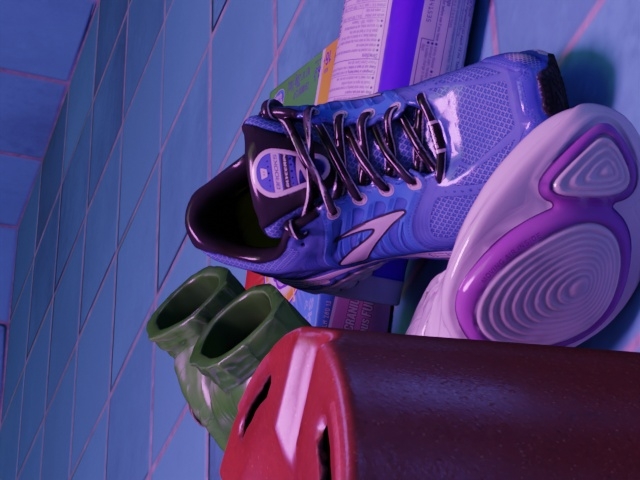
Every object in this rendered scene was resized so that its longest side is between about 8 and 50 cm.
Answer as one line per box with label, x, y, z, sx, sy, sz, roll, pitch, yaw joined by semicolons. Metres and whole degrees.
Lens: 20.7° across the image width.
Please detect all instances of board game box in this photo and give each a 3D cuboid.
board game box;0.000;0.000;1.511;0.242;0.064;0.316;153;126;-69

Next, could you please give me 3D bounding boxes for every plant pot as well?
plant pot;0.098;0.155;0.745;0.272;0.265;0.272;-169;90;-74

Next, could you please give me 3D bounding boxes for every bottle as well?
bottle;0.053;-0.093;1.344;0.118;0.092;0.282;-176;96;-71

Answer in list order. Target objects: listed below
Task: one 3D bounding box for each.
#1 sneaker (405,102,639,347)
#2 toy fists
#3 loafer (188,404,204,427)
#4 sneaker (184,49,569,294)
sneaker;0.102;0.036;1.065;0.152;0.114;0.305;-105;30;-54
toy fists;-0.037;0.105;1.201;0.096;0.142;0.279;-44;14;-10
loafer;-0.098;0.141;1.763;0.050;0.056;0.148;-90;19;-50
sneaker;0.031;-0.038;1.175;0.330;0.147;0.129;-25;69;44
